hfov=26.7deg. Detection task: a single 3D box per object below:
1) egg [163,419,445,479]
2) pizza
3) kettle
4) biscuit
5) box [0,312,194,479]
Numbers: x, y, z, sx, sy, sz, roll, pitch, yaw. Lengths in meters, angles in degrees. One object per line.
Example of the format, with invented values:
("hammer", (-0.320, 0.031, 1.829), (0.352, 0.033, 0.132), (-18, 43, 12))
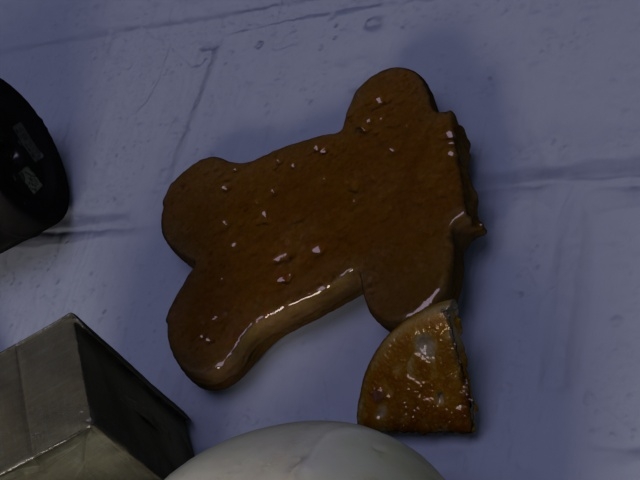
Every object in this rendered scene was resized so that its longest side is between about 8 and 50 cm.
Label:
("egg", (-0.035, 0.305, 1.175), (0.345, 0.283, 0.283), (-21, 48, 27))
("pizza", (0.109, 0.143, 1.352), (0.131, 0.041, 0.178), (28, 106, 22))
("kettle", (-0.528, -0.070, 1.831), (0.324, 0.228, 0.321), (-27, 20, 16))
("biscuit", (0.000, 0.000, 1.536), (0.394, 0.076, 0.368), (-24, 48, 17))
("box", (-0.241, 0.216, 1.401), (0.155, 0.231, 0.149), (-28, 47, 8))
